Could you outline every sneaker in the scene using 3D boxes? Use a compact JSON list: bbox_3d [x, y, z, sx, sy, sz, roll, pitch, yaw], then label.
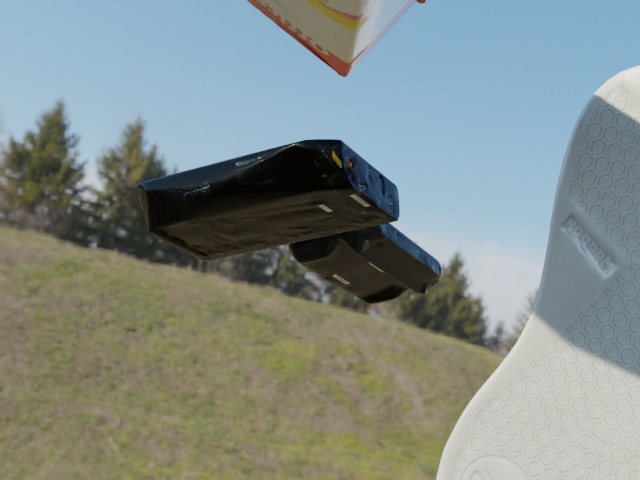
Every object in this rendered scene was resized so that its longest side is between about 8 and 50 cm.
[{"bbox_3d":[0.155,0.072,0.498,0.104,0.296,0.147,23,9,39],"label":"sneaker"}]

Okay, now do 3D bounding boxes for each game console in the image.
[{"bbox_3d":[0.000,0.000,0.989,0.213,0.044,0.361,-11,-23,26],"label":"game console"}]

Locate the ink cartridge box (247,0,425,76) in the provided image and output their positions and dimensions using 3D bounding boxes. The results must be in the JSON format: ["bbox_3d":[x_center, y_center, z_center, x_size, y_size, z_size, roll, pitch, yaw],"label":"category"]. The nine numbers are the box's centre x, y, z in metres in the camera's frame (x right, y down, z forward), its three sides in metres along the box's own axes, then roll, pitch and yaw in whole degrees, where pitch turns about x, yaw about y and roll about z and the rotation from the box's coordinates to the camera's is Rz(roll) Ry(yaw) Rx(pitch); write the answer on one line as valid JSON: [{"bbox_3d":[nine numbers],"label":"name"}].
[{"bbox_3d":[-0.013,-0.152,0.407,0.134,0.078,0.231,40,-7,4],"label":"ink cartridge box"}]
